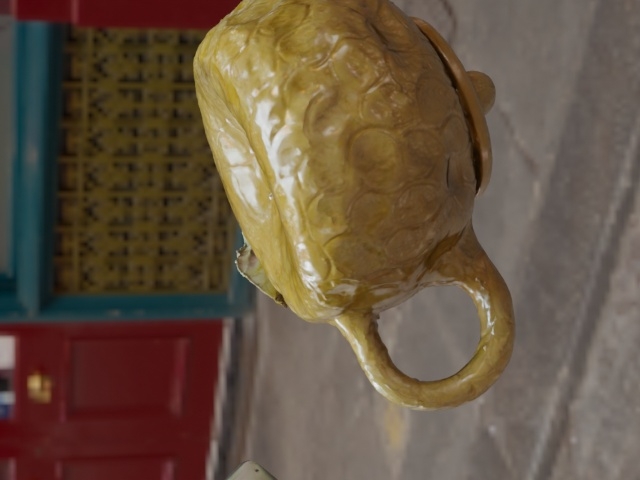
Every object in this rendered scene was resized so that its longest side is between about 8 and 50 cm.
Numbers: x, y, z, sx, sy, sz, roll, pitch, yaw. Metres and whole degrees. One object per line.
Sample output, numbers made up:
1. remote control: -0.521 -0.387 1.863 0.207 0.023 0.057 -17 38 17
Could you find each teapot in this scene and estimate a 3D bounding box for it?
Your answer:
1. teapot: 0.036 -0.052 0.952 0.203 0.167 0.311 115 132 -72

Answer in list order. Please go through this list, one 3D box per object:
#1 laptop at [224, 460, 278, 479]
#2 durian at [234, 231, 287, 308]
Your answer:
1. laptop: 0.015 0.251 0.865 0.188 0.269 0.015 -41 -11 -51
2. durian: -0.004 0.010 1.120 0.224 0.140 0.078 -61 -35 -61
